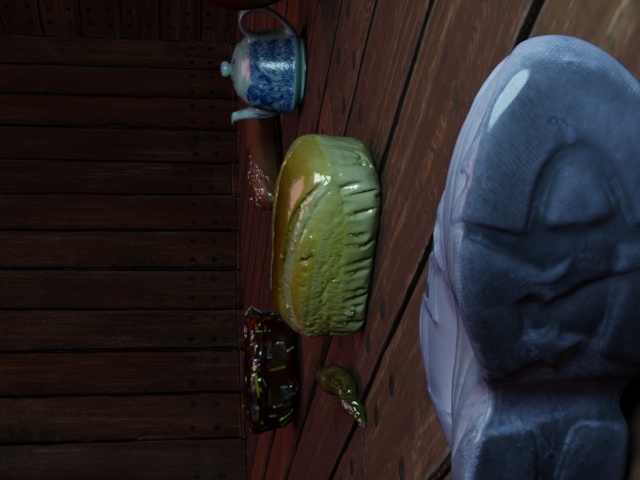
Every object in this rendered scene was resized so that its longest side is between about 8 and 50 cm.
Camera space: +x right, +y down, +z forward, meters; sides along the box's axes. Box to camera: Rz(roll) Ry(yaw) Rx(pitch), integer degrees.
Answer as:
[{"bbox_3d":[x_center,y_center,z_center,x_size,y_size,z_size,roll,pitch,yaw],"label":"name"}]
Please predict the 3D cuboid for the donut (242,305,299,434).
[{"bbox_3d":[-0.091,0.239,1.638,0.216,0.096,0.230,-135,46,-75],"label":"donut"}]

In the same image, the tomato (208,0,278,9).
[{"bbox_3d":[-0.094,-0.457,1.247,0.270,0.222,0.270,-8,-90,-90],"label":"tomato"}]

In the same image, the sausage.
[{"bbox_3d":[-0.125,-0.206,1.955,0.087,0.079,0.327,59,-159,-52],"label":"sausage"}]

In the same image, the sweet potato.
[{"bbox_3d":[0.024,0.171,1.051,0.153,0.038,0.041,-146,34,-70],"label":"sweet potato"}]

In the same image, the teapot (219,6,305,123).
[{"bbox_3d":[-0.104,-0.303,1.570,0.159,0.159,0.232,-100,13,-51],"label":"teapot"}]

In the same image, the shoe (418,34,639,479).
[{"bbox_3d":[0.089,0.017,0.412,0.138,0.095,0.245,-108,13,-57],"label":"shoe"}]

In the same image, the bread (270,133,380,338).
[{"bbox_3d":[0.000,0.000,0.984,0.140,0.106,0.236,-106,17,-56],"label":"bread"}]
